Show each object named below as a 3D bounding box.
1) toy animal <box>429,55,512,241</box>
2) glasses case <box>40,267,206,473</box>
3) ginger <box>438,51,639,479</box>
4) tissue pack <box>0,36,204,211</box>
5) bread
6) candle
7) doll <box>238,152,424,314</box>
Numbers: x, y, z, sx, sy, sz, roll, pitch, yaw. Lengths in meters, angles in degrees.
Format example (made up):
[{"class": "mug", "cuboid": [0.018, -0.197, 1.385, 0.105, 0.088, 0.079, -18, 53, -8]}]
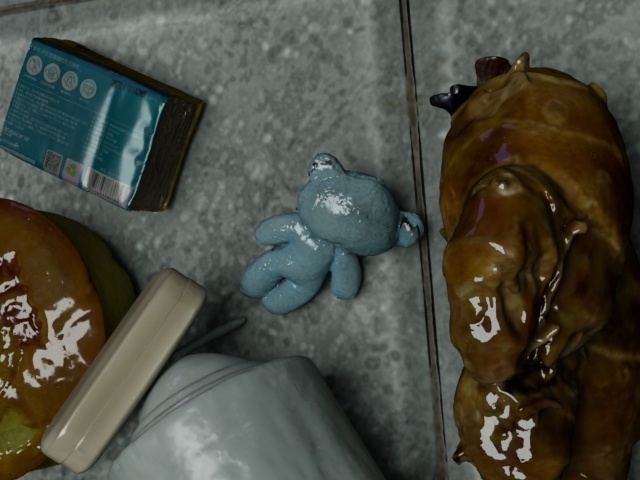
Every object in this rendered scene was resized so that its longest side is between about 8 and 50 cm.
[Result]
[{"class": "toy animal", "cuboid": [0.132, -0.056, 1.450, 0.070, 0.105, 0.202, 2, 99, -9]}, {"class": "glasses case", "cuboid": [-0.171, 0.112, 1.501, 0.050, 0.083, 0.196, 36, 80, -7]}, {"class": "ginger", "cuboid": [0.176, 0.058, 1.325, 0.153, 0.274, 0.357, -6, 123, 13]}, {"class": "tissue pack", "cuboid": [-0.206, -0.109, 1.617, 0.169, 0.082, 0.120, 25, 101, 25]}, {"class": "bread", "cuboid": [-0.298, 0.093, 1.632, 0.270, 0.148, 0.269, 0, 91, 24]}, {"class": "candle", "cuboid": [-0.051, 0.228, 1.470, 0.221, 0.221, 0.342, -41, 73, 22]}, {"class": "doll", "cuboid": [0.001, -0.004, 1.531, 0.120, 0.075, 0.180, 34, 134, -16]}]
